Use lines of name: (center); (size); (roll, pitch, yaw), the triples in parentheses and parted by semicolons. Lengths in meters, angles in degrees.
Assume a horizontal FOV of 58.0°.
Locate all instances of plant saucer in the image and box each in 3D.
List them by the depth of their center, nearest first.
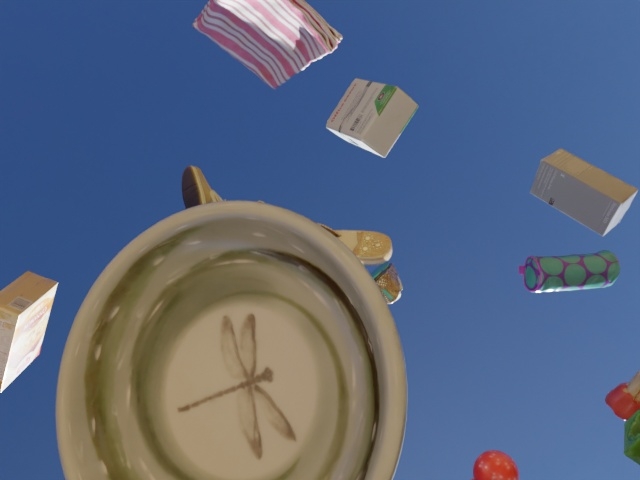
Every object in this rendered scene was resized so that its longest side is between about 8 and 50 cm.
plant saucer: (-0.097, 0.160, 0.626); (0.401, 0.100, 0.399); (-5, -105, 19)

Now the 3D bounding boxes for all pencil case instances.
pencil case: (0.427, 0.053, 0.992); (0.152, 0.070, 0.064); (-3, -73, -9)

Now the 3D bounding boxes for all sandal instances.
sandal: (0.001, -0.005, 0.992); (0.240, 0.079, 0.088); (-1, -130, 11)

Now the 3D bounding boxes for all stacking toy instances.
stacking toy: (0.323, 0.580, 1.198); (0.141, 0.141, 0.330); (15, -75, -10)

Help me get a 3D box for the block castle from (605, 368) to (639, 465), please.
block castle: (0.717, 0.464, 1.120); (0.303, 0.212, 0.453); (31, -149, 13)

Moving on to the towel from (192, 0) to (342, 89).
towel: (-0.075, -0.260, 0.726); (0.144, 0.197, 0.029); (35, -109, -23)

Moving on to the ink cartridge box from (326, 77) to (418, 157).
ink cartridge box: (0.121, -0.308, 1.431); (0.087, 0.208, 0.153); (30, -84, -31)

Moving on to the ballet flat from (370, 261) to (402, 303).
ballet flat: (0.126, 0.088, 1.124); (0.073, 0.206, 0.067); (-42, -93, 12)

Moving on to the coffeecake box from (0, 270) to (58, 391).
coffeecake box: (-0.597, 0.175, 1.128); (0.068, 0.185, 0.142); (23, -159, -4)

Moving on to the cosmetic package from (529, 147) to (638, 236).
cosmetic package: (0.712, -0.134, 1.574); (0.107, 0.127, 0.238); (-28, -129, -28)

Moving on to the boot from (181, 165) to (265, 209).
boot: (-0.204, -0.075, 1.284); (0.165, 0.077, 0.213); (-18, -99, -39)
